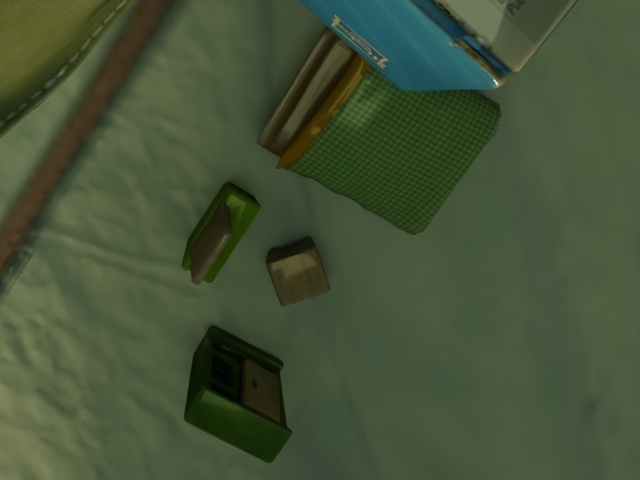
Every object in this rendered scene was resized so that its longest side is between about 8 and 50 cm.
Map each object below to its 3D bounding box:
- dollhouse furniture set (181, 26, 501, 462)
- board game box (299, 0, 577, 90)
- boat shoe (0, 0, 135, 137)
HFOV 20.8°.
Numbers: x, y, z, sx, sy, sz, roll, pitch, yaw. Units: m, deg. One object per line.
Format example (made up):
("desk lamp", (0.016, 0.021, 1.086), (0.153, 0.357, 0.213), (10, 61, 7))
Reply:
("dollhouse furniture set", (0.000, 0.000, 0.633), (0.076, 0.058, 0.151), (29, 106, -14))
("board game box", (0.011, -0.242, 0.351), (0.302, 0.086, 0.308), (41, 84, -12))
("boat shoe", (-0.052, -0.137, 0.540), (0.094, 0.109, 0.302), (42, 105, 24))
